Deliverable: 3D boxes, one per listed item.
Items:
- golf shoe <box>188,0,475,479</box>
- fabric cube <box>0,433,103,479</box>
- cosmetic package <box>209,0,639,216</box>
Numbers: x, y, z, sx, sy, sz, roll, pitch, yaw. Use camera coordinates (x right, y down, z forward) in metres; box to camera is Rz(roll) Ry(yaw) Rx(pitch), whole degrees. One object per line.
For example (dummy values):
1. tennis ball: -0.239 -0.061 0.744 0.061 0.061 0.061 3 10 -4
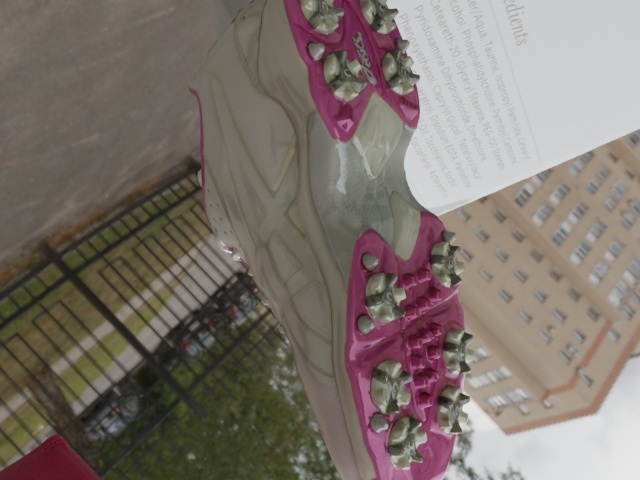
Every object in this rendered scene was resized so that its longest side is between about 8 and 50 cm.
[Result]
1. golf shoe: 0.000 0.000 0.418 0.140 0.306 0.115 -16 171 40
2. fabric cube: -0.134 0.297 0.299 0.259 0.258 0.254 -28 127 -37
3. cosmetic package: 0.127 -0.263 0.683 0.394 0.329 0.327 -24 147 14
